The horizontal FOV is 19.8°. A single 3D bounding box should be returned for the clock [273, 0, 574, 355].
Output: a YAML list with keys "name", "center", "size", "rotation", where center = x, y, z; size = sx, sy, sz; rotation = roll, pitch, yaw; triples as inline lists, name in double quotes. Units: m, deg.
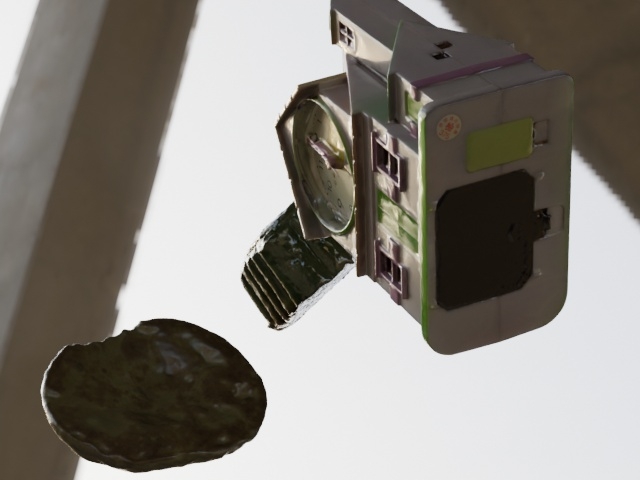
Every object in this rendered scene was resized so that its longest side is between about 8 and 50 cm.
- name: "clock"
  center: [0.073, -0.078, 1.588]
  size: [0.166, 0.309, 0.235]
  rotation: [-15, -58, -21]

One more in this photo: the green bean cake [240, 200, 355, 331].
- name: "green bean cake"
  center: [0.000, 0.000, 1.967]
  size: [0.094, 0.181, 0.173]
  rotation: [48, -19, 4]

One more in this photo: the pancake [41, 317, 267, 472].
- name: "pancake"
  center: [-0.172, 0.164, 1.898]
  size: [0.222, 0.236, 0.042]
  rotation: [30, -52, 16]
